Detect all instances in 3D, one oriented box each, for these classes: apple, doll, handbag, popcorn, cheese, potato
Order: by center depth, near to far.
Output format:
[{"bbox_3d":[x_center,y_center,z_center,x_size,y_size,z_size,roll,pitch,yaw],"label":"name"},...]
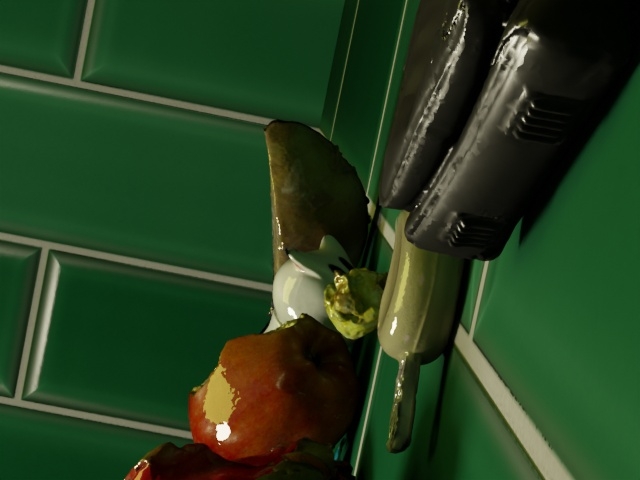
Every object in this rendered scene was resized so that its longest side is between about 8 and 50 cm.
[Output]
[{"bbox_3d":[0.104,-0.138,0.925,0.275,0.088,0.244,106,178,-66],"label":"handbag"},{"bbox_3d":[0.064,0.057,1.199,0.092,0.047,0.171,-136,57,-87],"label":"cheese"},{"bbox_3d":[0.032,0.056,1.636,0.083,0.059,0.068,-61,-17,-73],"label":"popcorn"},{"bbox_3d":[-0.041,0.156,1.710,0.158,0.156,0.147,-36,51,46],"label":"apple"},{"bbox_3d":[-0.010,0.094,1.837,0.110,0.107,0.181,-35,-33,-64],"label":"doll"},{"bbox_3d":[0.000,0.003,1.907,0.100,0.120,0.261,-99,6,-57],"label":"potato"}]

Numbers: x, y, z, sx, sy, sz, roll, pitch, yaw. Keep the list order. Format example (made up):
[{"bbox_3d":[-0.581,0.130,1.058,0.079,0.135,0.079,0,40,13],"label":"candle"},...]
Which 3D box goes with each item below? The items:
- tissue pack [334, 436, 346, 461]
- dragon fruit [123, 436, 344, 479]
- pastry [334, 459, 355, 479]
[{"bbox_3d":[0.004,0.267,1.696,0.085,0.028,0.138,108,169,-62],"label":"tissue pack"},{"bbox_3d":[-0.060,0.253,1.192,0.302,0.237,0.231,119,144,-44],"label":"dragon fruit"},{"bbox_3d":[-0.017,0.262,1.512,0.208,0.097,0.115,-82,14,-57],"label":"pastry"}]
